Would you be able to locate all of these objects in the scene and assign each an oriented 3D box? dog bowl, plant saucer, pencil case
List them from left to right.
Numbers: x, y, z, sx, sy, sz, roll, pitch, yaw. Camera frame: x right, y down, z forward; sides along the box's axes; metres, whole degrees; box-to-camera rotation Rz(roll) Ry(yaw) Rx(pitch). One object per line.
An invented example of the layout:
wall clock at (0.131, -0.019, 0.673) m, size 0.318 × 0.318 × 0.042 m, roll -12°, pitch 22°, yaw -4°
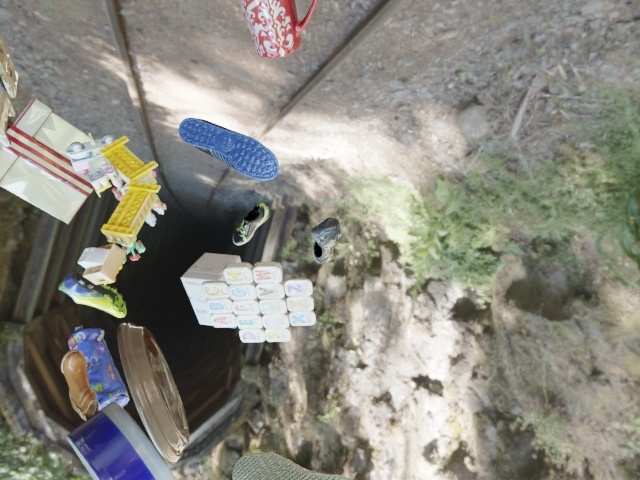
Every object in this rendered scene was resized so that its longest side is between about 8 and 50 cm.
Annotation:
pencil case at (-0.754, 0.436, 1.676) m, size 0.306 × 0.133 × 0.119 m, roll 58°, pitch -170°, yaw 23°
dog bowl at (-0.388, 0.463, 0.988) m, size 0.104 × 0.264 × 0.265 m, roll -34°, pitch -152°, yaw -34°
plant saucer at (-0.309, 0.278, 0.932) m, size 0.041 × 0.277 × 0.278 m, roll -23°, pitch -174°, yaw -14°

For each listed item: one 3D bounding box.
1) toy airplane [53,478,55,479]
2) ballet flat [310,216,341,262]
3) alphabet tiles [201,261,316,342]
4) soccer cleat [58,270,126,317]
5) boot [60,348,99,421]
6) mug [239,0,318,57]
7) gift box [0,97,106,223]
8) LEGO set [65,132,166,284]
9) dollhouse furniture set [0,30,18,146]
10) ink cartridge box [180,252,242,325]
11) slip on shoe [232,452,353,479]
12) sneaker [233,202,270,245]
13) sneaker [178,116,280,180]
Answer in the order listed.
toy airplane at (-0.695, 0.694, 1.269) m, size 0.028 × 0.151 × 0.151 m, roll -17°, pitch 168°, yaw 16°
ballet flat at (0.000, 0.000, 0.844) m, size 0.049 × 0.057 × 0.173 m, roll -10°, pitch 163°, yaw -9°
alphabet tiles at (-0.155, 0.166, 1.258) m, size 0.278 × 0.284 × 0.021 m, roll -1°, pitch -140°, yaw 4°
soccer cleat at (-0.875, 0.220, 1.909) m, size 0.289 × 0.121 × 0.093 m, roll 53°, pitch -168°, yaw -45°
boot at (-0.704, 0.434, 1.464) m, size 0.073 × 0.197 × 0.152 m, roll -17°, pitch -150°, yaw -38°
mug at (-0.082, -0.426, 0.896) m, size 0.150 × 0.113 × 0.169 m, roll 30°, pitch 153°, yaw 29°
gift box at (-0.718, -0.192, 1.263) m, size 0.258 × 0.276 × 0.255 m, roll 37°, pitch 165°, yaw -28°
LEGO set at (-0.292, -0.045, 0.748) m, size 0.132 × 0.287 × 0.107 m, roll -19°, pitch 145°, yaw -11°
dollhouse furniture set at (-0.656, -0.288, 0.912) m, size 0.129 × 0.183 × 0.129 m, roll -3°, pitch 155°, yaw -17°
ink cartridge box at (-0.390, 0.190, 1.901) m, size 0.171 × 0.232 × 0.168 m, roll 3°, pitch -146°, yaw 24°
slip on shoe at (-0.060, 0.618, 1.231) m, size 0.331 × 0.123 × 0.101 m, roll 10°, pitch 147°, yaw 6°
sneaker at (-0.324, -0.080, 2.182) m, size 0.084 × 0.234 × 0.097 m, roll 47°, pitch -168°, yaw 26°
sneaker at (-0.189, -0.202, 1.072) m, size 0.232 × 0.081 × 0.090 m, roll 28°, pitch -170°, yaw 0°
